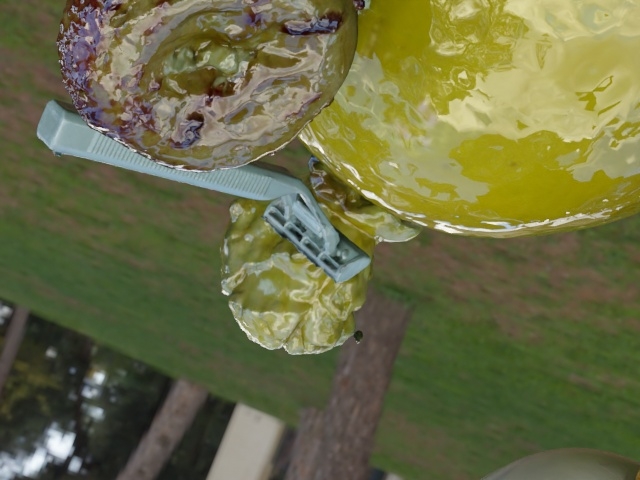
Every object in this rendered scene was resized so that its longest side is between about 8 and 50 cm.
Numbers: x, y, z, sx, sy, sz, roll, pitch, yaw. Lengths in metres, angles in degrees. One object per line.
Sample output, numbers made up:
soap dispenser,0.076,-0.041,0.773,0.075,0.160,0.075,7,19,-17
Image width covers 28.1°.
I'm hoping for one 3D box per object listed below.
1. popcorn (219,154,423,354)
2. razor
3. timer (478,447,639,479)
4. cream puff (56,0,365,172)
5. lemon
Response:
popcorn,-0.001,0.008,1.139,0.173,0.195,0.168,39,-147,-27
razor,-0.080,-0.048,0.923,0.278,0.056,0.111,23,-167,-45
timer,0.161,0.259,0.854,0.233,0.233,0.240,23,148,-12
cream puff,-0.053,-0.103,0.615,0.149,0.149,0.084,26,-147,-42
lemon,0.129,-0.160,0.786,0.348,0.348,0.348,22,175,2
